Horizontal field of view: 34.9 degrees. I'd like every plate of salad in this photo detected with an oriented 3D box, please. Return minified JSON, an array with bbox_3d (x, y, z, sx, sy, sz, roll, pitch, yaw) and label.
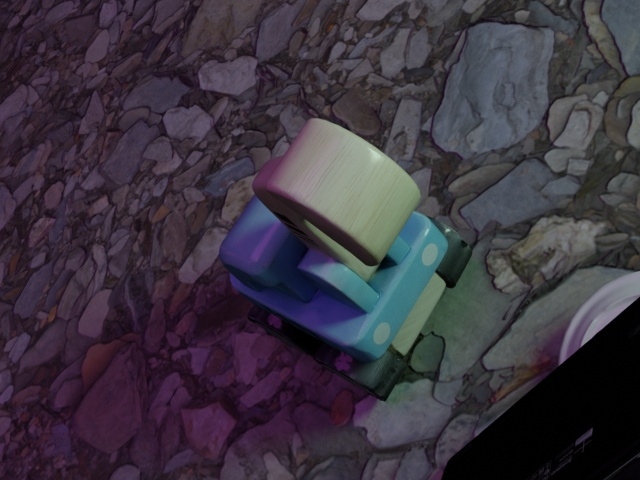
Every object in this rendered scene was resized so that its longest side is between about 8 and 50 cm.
[{"bbox_3d":[0.344,0.128,1.058,0.199,0.048,0.200,-17,62,34],"label":"plate of salad"}]

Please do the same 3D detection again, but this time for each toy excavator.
[{"bbox_3d":[0.000,0.000,1.136,0.433,0.445,0.222,23,78,46],"label":"toy excavator"}]

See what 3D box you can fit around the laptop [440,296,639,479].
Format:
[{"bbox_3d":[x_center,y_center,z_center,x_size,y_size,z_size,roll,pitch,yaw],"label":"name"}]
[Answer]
[{"bbox_3d":[0.273,0.287,0.893,0.382,0.236,0.408,-48,3,31],"label":"laptop"}]
